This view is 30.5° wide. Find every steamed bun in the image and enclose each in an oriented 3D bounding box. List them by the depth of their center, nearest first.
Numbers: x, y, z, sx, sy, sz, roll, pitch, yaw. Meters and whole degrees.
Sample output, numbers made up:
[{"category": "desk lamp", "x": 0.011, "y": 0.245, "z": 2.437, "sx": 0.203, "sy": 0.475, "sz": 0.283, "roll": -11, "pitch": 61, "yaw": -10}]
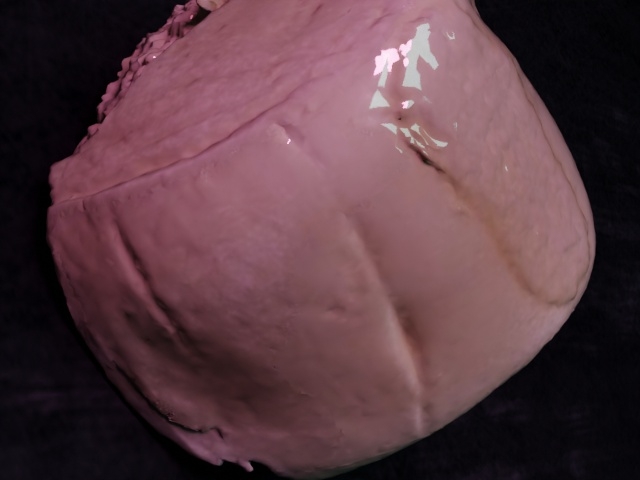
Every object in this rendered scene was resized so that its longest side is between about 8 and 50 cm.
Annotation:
[{"category": "steamed bun", "x": 0.000, "y": 0.000, "z": 0.698, "sx": 0.290, "sy": 0.273, "sz": 0.272, "roll": 43, "pitch": 56, "yaw": -28}]
